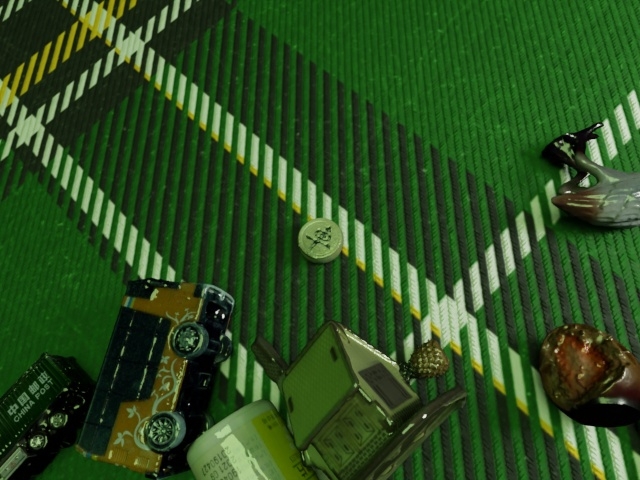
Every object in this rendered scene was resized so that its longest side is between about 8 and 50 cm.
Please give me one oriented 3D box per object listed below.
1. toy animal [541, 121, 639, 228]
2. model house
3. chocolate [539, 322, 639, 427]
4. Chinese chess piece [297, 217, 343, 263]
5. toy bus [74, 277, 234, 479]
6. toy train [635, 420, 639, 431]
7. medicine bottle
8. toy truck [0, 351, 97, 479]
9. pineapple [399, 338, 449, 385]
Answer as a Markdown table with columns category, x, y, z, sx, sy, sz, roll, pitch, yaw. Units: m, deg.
| category | x | y | z | sx | sy | sz | roll | pitch | yaw |
| --- | --- | --- | --- | --- | --- | --- | --- | --- | --- |
| toy animal | 0.510 | -0.070 | 0.719 | 0.324 | 0.090 | 0.195 | 36 | 69 | 17 |
| model house | 0.017 | 0.189 | 0.619 | 0.279 | 0.205 | 0.218 | 46 | 106 | 28 |
| chocolate | 0.375 | 0.182 | 0.625 | 0.124 | 0.127 | 0.133 | -2 | 52 | 18 |
| Chinese chess piece | 0.000 | 0.000 | 0.797 | 0.084 | 0.034 | 0.084 | -3 | 68 | 6 |
| toy bus | -0.246 | 0.202 | 0.703 | 0.167 | 0.138 | 0.275 | 8 | 72 | 13 |
| toy train | 0.479 | 0.287 | 0.611 | 0.064 | 0.044 | 0.103 | -2 | 66 | 11 |
| medicine bottle | -0.064 | 0.364 | 0.608 | 0.143 | 0.143 | 0.258 | -34 | 68 | -5 |
| toy truck | -0.483 | 0.323 | 0.717 | 0.121 | 0.088 | 0.259 | 36 | 77 | 18 |
| pineapple | 0.138 | 0.204 | 0.696 | 0.124 | 0.058 | 0.058 | -32 | 67 | 10 |
